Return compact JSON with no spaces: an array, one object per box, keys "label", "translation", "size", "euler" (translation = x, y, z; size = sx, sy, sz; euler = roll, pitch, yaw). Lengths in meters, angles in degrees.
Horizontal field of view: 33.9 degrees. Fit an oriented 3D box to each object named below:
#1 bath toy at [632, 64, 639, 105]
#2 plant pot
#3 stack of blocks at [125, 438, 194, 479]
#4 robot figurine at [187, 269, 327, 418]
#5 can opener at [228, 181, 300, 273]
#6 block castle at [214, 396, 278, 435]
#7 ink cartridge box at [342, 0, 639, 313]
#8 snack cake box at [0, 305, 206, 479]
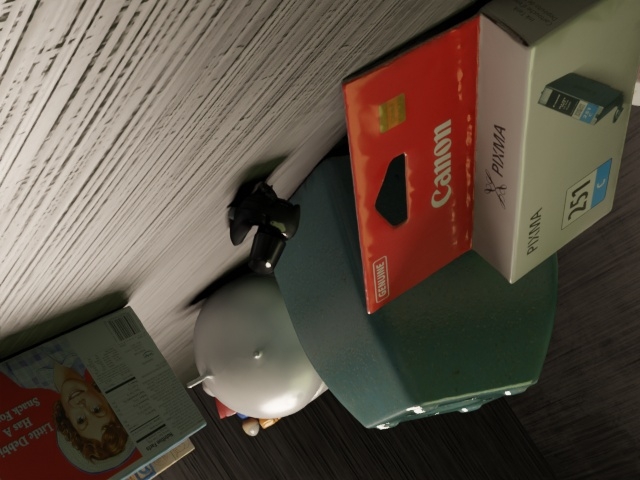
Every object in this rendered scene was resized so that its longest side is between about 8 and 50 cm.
[{"label":"bath toy","translation":[0.414,-0.266,1.189],"size":[0.151,0.129,0.348],"euler":[11,165,-5]},{"label":"plant pot","translation":[0.106,0.060,1.121],"size":[0.247,0.252,0.247],"euler":[-7,165,-21]},{"label":"stack of blocks","translation":[-0.340,0.317,1.586],"size":[0.297,0.171,0.087],"euler":[-39,173,38]},{"label":"robot figurine","translation":[-0.046,0.128,1.493],"size":[0.300,0.200,0.353],"euler":[-42,172,30]},{"label":"can opener","translation":[-0.062,-0.010,0.966],"size":[0.073,0.059,0.186],"euler":[-60,-171,-8]},{"label":"block castle","translation":[-0.036,0.222,2.071],"size":[0.303,0.213,0.453],"euler":[-23,176,11]},{"label":"ink cartridge box","translation":[0.151,-0.071,0.888],"size":[0.261,0.066,0.296],"euler":[-33,145,-18]},{"label":"snack cake box","translation":[-0.245,0.178,0.996],"size":[0.089,0.152,0.264],"euler":[-36,174,30]}]
